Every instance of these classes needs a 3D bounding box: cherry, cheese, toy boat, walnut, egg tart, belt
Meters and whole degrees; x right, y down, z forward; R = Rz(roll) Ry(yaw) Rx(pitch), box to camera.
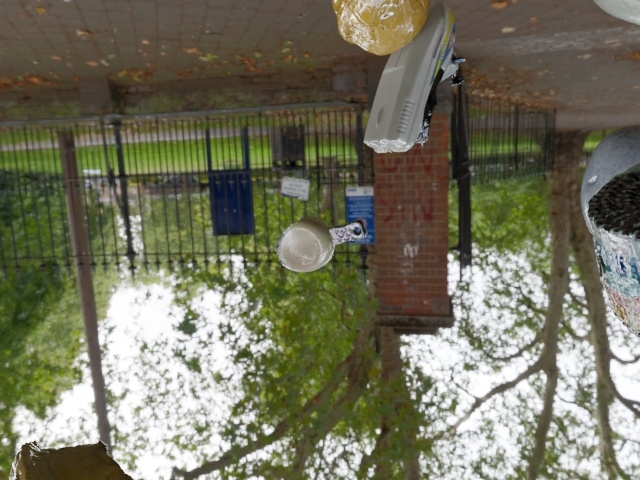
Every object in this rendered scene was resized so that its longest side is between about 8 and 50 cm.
[{"bbox_3d":[0.670,-0.108,1.001,0.255,0.296,0.218,20,-165,-9],"label":"cherry"},{"bbox_3d":[-0.005,-0.006,0.852,0.171,0.092,0.047,-36,-176,30],"label":"cheese"},{"bbox_3d":[0.177,-0.277,0.873,0.141,0.269,0.141,29,178,1],"label":"toy boat"},{"bbox_3d":[0.093,-0.377,0.768,0.159,0.159,0.207,-1,177,4],"label":"walnut"},{"bbox_3d":[-0.297,0.375,0.676,0.115,0.290,0.290,-39,-151,-29],"label":"egg tart"},{"bbox_3d":[0.386,-0.011,0.466,0.258,0.149,0.207,-28,-161,-19],"label":"belt"}]

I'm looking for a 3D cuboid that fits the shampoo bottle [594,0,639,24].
[{"bbox_3d":[0.540,-0.455,0.664,0.323,0.322,0.317,-7,-160,-29],"label":"shampoo bottle"}]
